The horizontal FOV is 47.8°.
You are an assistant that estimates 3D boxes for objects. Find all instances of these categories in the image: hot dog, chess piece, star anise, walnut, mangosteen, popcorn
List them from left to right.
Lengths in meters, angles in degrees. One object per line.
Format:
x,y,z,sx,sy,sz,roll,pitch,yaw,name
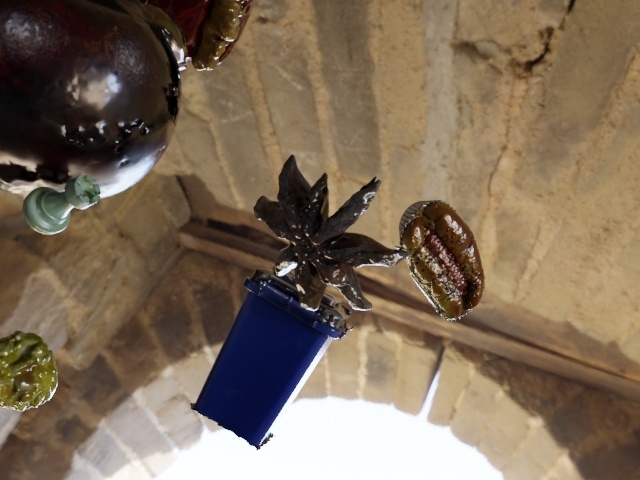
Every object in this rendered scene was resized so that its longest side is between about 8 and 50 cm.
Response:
-0.434,0.185,1.031,0.120,0.106,0.116,33,5,-5,popcorn
-0.395,-0.251,1.110,0.380,0.421,0.381,3,-46,3,mangosteen
-0.344,-0.053,0.970,0.103,0.067,0.067,-21,-56,31,chess piece
-0.244,-0.477,1.512,0.244,0.221,0.269,38,-58,28,walnut
0.000,0.002,0.575,0.141,0.042,0.141,16,-60,30,star anise
0.237,0.036,1.379,0.268,0.144,0.075,57,-5,-27,hot dog

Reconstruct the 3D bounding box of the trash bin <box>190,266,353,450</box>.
-0.073,0.165,1.042,0.162,0.235,0.184,30,1,9,trash bin
